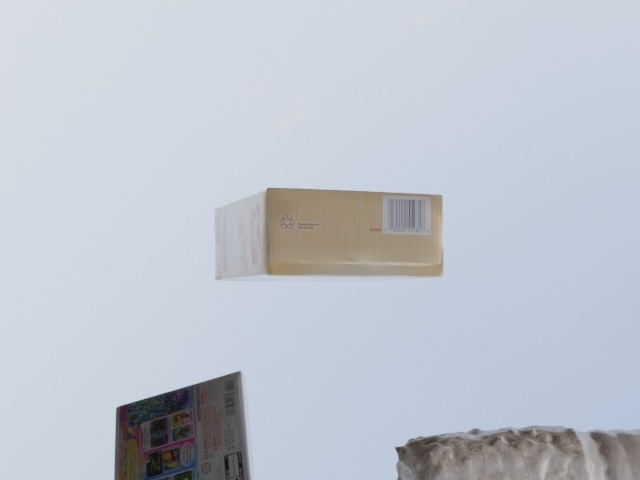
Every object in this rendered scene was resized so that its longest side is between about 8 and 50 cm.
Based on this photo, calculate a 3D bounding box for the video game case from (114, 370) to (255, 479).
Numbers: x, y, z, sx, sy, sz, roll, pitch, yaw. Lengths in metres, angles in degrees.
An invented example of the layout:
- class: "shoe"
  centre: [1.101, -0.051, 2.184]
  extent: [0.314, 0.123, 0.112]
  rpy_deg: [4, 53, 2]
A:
- class: "video game case"
  centre: [-0.139, 0.213, 1.086]
  extent: [0.143, 0.019, 0.157]
  rpy_deg: [-17, -137, 6]

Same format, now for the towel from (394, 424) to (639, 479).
- class: "towel"
  centre: [0.118, 0.218, 0.466]
  extent: [0.187, 0.282, 0.049]
  rpy_deg: [0, -178, -18]

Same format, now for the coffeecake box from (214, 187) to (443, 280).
- class: "coffeecake box"
  centre: [0.000, 0.000, 0.892]
  extent: [0.142, 0.068, 0.185]
  rpy_deg: [1, 176, -18]
